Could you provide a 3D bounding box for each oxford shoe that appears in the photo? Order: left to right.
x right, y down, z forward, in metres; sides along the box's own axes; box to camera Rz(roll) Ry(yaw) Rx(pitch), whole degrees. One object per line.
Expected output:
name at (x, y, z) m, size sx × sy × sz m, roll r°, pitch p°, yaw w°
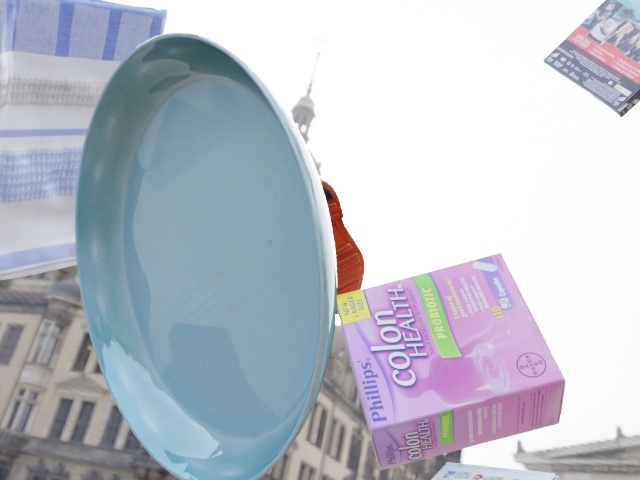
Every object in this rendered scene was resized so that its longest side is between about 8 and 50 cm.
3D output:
oxford shoe at (0.000, 0.000, 1.080) m, size 0.097 × 0.098 × 0.271 m, roll -23°, pitch -52°, yaw -13°

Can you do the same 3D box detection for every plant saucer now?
plant saucer at (-0.092, 0.015, 0.508) m, size 0.044 × 0.317 × 0.318 m, roll -8°, pitch -7°, yaw -43°

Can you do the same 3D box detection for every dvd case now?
dvd case at (0.233, -0.153, 0.507) m, size 0.119 × 0.087 × 0.013 m, roll -46°, pitch -46°, yaw 11°

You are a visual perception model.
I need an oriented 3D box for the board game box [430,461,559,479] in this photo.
board game box at (0.137, 0.365, 0.708) m, size 0.144 × 0.142 × 0.275 m, roll -10°, pitch 12°, yaw 44°

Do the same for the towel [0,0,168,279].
towel at (-0.250, -0.099, 0.703) m, size 0.034 × 0.284 × 0.209 m, roll 25°, pitch 22°, yaw 31°

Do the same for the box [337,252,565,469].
box at (0.163, 0.156, 0.935) m, size 0.243 × 0.213 × 0.117 m, roll -15°, pitch -43°, yaw 1°
